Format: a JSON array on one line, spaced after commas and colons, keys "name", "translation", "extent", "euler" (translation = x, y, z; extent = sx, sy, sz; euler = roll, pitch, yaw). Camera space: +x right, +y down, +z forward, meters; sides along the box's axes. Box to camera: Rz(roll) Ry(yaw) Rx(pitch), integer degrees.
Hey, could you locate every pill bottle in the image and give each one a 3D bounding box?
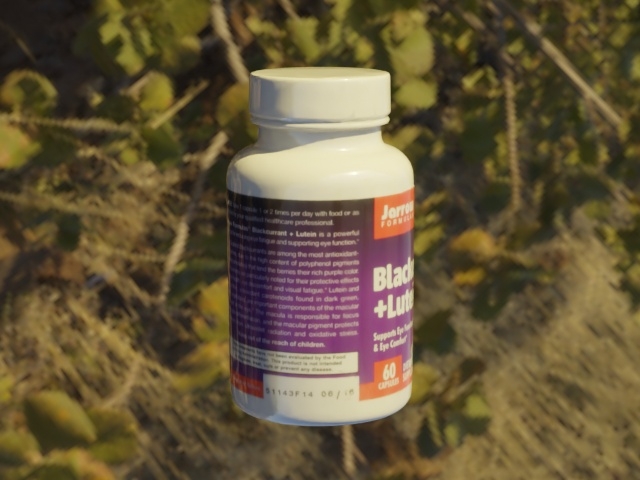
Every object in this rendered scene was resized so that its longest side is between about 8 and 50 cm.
[{"name": "pill bottle", "translation": [0.000, 0.000, 0.842], "extent": [0.108, 0.108, 0.193], "euler": [-13, 107, -45]}]
